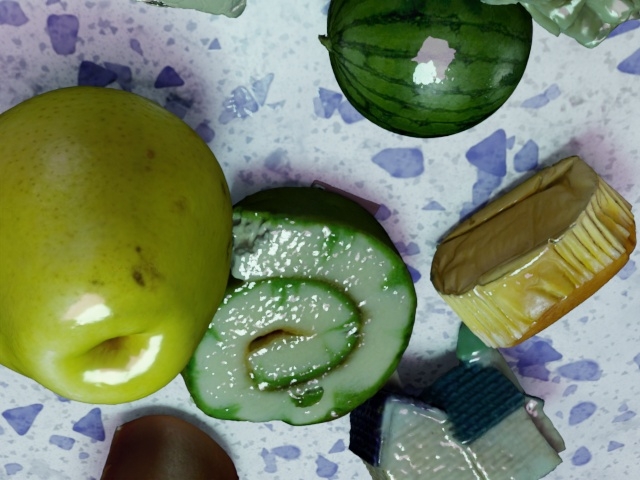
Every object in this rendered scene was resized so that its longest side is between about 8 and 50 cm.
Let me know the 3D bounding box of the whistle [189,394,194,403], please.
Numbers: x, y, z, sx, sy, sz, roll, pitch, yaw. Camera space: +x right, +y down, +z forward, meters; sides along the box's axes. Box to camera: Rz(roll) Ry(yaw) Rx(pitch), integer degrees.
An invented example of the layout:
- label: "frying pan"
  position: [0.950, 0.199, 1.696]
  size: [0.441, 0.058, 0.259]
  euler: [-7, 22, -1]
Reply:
- label: "whistle"
  position: [-0.112, 0.250, 1.427]
  size: [0.227, 0.085, 0.105]
  euler: [14, 126, -15]

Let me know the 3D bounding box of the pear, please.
- label: "pear"
  position: [-0.278, 0.001, 1.036]
  size: [0.362, 0.418, 0.362]
  euler: [-14, 131, -17]

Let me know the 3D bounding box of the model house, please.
- label: "model house"
  position: [0.202, 0.303, 1.426]
  size: [0.298, 0.243, 0.284]
  euler: [-33, 98, -12]

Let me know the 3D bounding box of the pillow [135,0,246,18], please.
- label: "pillow"
  position: [-0.206, -0.396, 0.963]
  size: [0.280, 0.076, 0.274]
  euler: [3, 128, -14]

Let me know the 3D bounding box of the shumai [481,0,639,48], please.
- label: "shumai"
  position: [0.260, -0.344, 0.848]
  size: [0.222, 0.225, 0.261]
  euler: [4, 127, -38]

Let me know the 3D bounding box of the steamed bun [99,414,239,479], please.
- label: "steamed bun"
  position: [-0.266, 0.500, 1.499]
  size: [0.248, 0.235, 0.379]
  euler: [11, 123, -6]

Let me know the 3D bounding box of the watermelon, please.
- label: "watermelon"
  position: [0.124, -0.237, 1.005]
  size: [0.242, 0.242, 0.242]
  euler: [-2, 126, -3]

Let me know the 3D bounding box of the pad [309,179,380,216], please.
- label: "pad"
  position: [0.000, 0.000, 1.305]
  size: [0.113, 0.006, 0.188]
  euler: [20, 122, -19]

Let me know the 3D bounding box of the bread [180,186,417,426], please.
- label: "bread"
  position: [-0.045, 0.103, 1.260]
  size: [0.366, 0.129, 0.382]
  euler: [-23, 121, 0]

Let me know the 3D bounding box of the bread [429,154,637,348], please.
- label: "bread"
  position: [0.311, 0.023, 1.228]
  size: [0.288, 0.204, 0.156]
  euler: [-41, 115, 17]
